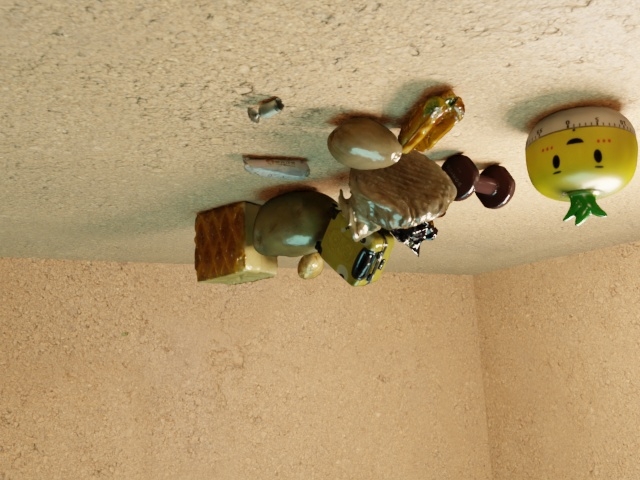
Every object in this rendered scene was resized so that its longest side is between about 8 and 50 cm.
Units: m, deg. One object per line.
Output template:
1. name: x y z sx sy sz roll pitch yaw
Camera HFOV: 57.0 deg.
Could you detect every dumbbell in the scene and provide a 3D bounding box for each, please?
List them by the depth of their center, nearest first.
1. dumbbell: 0.468 -0.173 1.764 0.225 0.140 0.124 8 134 -38

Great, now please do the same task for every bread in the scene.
1. bread: -0.316 0.019 2.208 0.279 0.279 0.207 -9 165 37

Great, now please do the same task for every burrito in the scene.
1. burrito: -0.126 -0.205 1.677 0.203 0.064 0.064 3 167 -16

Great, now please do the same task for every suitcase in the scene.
1. suitcase: 0.114 0.012 1.834 0.143 0.235 0.194 -9 132 -43

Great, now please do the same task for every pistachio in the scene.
1. pistachio: 0.109 -0.233 1.427 0.185 0.126 0.108 8 -165 -1

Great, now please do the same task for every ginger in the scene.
1. ginger: 0.005 0.020 2.238 0.122 0.363 0.348 34 160 -9

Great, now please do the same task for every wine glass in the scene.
1. wine glass: -0.121 -0.292 1.313 0.083 0.042 0.039 -15 -159 36

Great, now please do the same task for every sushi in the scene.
1. sushi: 0.282 -0.117 1.829 0.212 0.215 0.227 -40 142 9

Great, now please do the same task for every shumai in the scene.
1. shumai: 0.194 -0.098 1.632 0.314 0.267 0.262 3 146 -16

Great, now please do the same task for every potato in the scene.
1. potato: -0.083 -0.057 2.001 0.326 0.221 0.243 -10 167 27

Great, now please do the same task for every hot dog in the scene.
1. hot dog: 0.259 -0.273 1.388 0.115 0.072 0.269 1 167 -13

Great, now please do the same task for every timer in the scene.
1. timer: 0.648 -0.166 1.464 0.285 0.285 0.285 -2 169 0
